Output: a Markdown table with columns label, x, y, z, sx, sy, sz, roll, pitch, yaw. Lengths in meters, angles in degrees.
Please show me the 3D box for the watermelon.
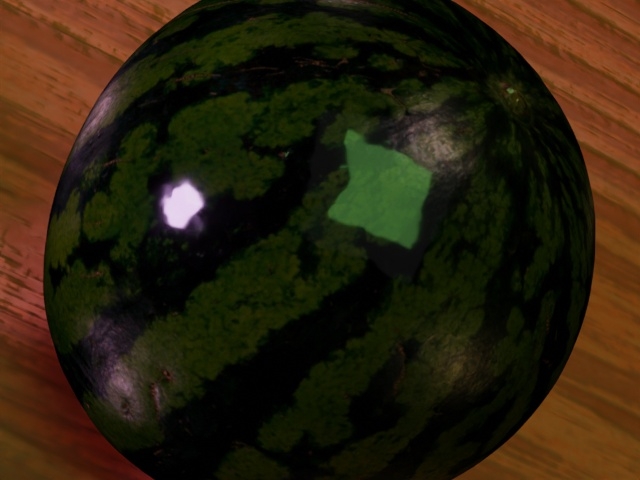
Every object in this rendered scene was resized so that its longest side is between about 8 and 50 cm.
| label | x | y | z | sx | sy | sz | roll | pitch | yaw |
| --- | --- | --- | --- | --- | --- | --- | --- | --- | --- |
| watermelon | 0.000 | 0.000 | 0.730 | 0.285 | 0.285 | 0.285 | 12 | 61 | -22 |
